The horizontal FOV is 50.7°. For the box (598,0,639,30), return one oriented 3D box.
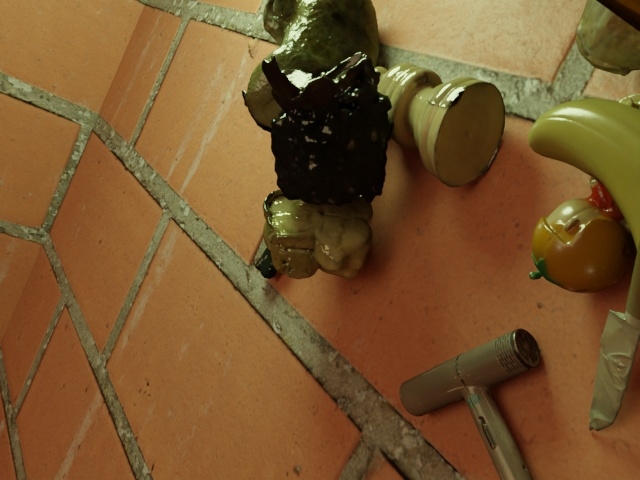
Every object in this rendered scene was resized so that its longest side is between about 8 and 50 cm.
[{"bbox_3d":[0.355,-0.137,0.478,0.116,0.415,0.264,-57,38,25],"label":"box"}]

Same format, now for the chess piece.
[{"bbox_3d":[0.146,-0.202,1.054,0.124,0.139,0.307,-24,31,-14],"label":"chess piece"}]

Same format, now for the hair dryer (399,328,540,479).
[{"bbox_3d":[0.199,0.245,0.820,0.195,0.053,0.221,-35,54,39],"label":"hair dryer"}]

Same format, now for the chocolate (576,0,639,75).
[{"bbox_3d":[0.412,-0.310,0.730,0.309,0.134,0.134,-46,42,28],"label":"chocolate"}]

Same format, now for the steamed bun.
[{"bbox_3d":[0.000,0.000,1.097,0.192,0.177,0.106,-108,13,-48],"label":"steamed bun"}]

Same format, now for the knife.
[{"bbox_3d":[0.295,0.084,0.656,0.047,0.017,0.298,40,143,48],"label":"knife"}]

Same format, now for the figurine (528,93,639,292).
[{"bbox_3d":[0.323,-0.029,0.723,0.222,0.124,0.325,-59,38,24],"label":"figurine"}]

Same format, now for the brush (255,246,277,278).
[{"bbox_3d":[-0.032,-0.068,1.268,0.323,0.051,0.070,-62,29,16],"label":"brush"}]

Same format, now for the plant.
[{"bbox_3d":[0.009,-0.171,1.024,0.178,0.204,0.234,17,120,58],"label":"plant"}]

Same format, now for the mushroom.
[{"bbox_3d":[0.000,-0.341,1.188,0.129,0.247,0.344,-3,46,44],"label":"mushroom"}]
